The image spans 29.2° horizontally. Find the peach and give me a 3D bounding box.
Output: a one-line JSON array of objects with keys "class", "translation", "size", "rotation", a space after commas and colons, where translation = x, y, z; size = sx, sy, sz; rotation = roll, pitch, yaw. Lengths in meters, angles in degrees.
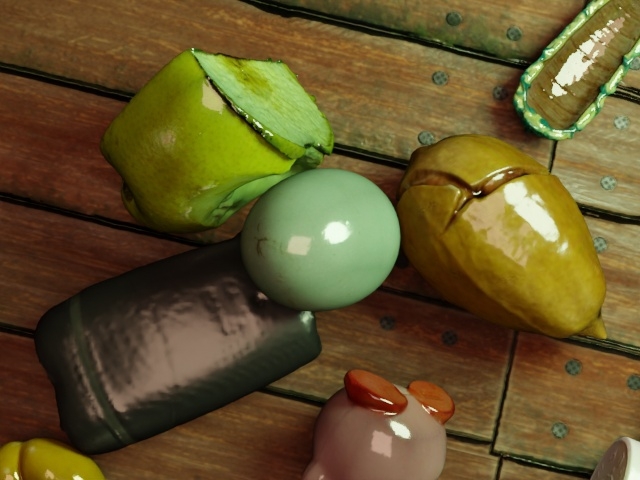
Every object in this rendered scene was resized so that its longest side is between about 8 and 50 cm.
[{"class": "peach", "translation": [-0.346, 0.327, 1.512], "size": [0.179, 0.103, 0.179], "rotation": [0, 84, -1]}]

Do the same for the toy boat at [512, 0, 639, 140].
[{"class": "toy boat", "translation": [0.364, -0.252, 1.603], "size": [0.108, 0.099, 0.293], "rotation": [41, 92, 2]}]

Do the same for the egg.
[{"class": "egg", "translation": [0.000, 0.000, 1.442], "size": [0.168, 0.231, 0.168], "rotation": [7, 103, 31]}]

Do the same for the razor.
[{"class": "razor", "translation": [-0.175, 0.120, 1.534], "size": [0.349, 0.113, 0.204], "rotation": [-24, 83, -4]}]

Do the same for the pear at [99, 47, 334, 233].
[{"class": "pear", "translation": [-0.138, -0.102, 1.494], "size": [0.292, 0.292, 0.159], "rotation": [-29, 82, -5]}]

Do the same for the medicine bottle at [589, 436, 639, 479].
[{"class": "medicine bottle", "translation": [0.463, 0.359, 1.517], "size": [0.254, 0.152, 0.152], "rotation": [24, 84, -1]}]

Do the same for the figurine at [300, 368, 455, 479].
[{"class": "figurine", "translation": [0.071, 0.254, 1.509], "size": [0.173, 0.173, 0.173], "rotation": [0, 85, -2]}]

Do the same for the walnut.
[{"class": "walnut", "translation": [0.237, 0.007, 1.523], "size": [0.336, 0.209, 0.209], "rotation": [42, 84, -6]}]
